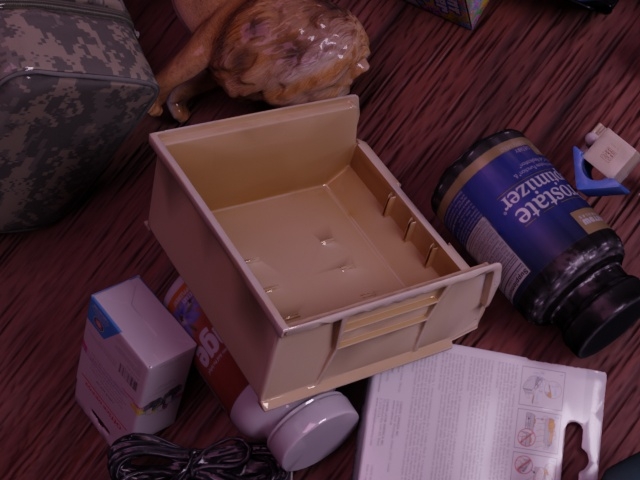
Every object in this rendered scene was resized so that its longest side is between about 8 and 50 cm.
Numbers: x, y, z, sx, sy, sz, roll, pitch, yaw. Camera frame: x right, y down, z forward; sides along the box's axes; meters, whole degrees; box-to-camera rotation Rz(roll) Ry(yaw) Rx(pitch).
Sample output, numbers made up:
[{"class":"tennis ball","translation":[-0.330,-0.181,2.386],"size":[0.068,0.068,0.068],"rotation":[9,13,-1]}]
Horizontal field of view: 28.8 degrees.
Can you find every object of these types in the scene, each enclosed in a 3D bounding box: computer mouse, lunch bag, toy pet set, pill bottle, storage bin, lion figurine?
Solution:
[{"class":"computer mouse","translation":[-0.128,0.333,1.234],"size":[0.188,0.072,0.272],"rotation":[3,66,1]},{"class":"lunch bag","translation":[-0.342,-0.187,1.341],"size":[0.305,0.212,0.256],"rotation":[-46,63,39]},{"class":"toy pet set","translation":[0.299,-0.061,1.249],"size":[0.122,0.114,0.065],"rotation":[44,102,25]},{"class":"pill bottle","translation":[0.219,0.005,1.231],"size":[0.123,0.123,0.219],"rotation":[-39,67,-1]},{"class":"storage bin","translation":[0.000,0.000,1.208],"size":[0.260,0.123,0.262],"rotation":[-15,51,-30]},{"class":"pill bottle","translation":[-0.058,0.120,1.255],"size":[0.121,0.121,0.216],"rotation":[-38,63,-1]},{"class":"lion figurine","translation":[-0.123,-0.283,1.400],"size":[0.240,0.142,0.392],"rotation":[-35,74,15]}]

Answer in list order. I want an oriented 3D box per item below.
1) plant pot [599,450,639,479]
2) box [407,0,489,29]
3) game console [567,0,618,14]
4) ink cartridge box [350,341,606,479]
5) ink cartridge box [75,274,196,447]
[{"class":"plant pot","translation":[0.217,0.363,1.012],"size":[0.334,0.341,0.341],"rotation":[-26,67,13]},{"class":"box","translation":[0.114,-0.440,1.385],"size":[0.279,0.177,0.290],"rotation":[28,80,20]},{"class":"game console","translation":[0.269,-0.299,1.352],"size":[0.122,0.071,0.107],"rotation":[31,81,21]},{"class":"ink cartridge box","translation":[0.152,0.204,1.229],"size":[0.232,0.066,0.189],"rotation":[11,73,-4]},{"class":"ink cartridge box","translation":[-0.195,0.136,1.291],"size":[0.061,0.181,0.104],"rotation":[-25,61,-35]}]
